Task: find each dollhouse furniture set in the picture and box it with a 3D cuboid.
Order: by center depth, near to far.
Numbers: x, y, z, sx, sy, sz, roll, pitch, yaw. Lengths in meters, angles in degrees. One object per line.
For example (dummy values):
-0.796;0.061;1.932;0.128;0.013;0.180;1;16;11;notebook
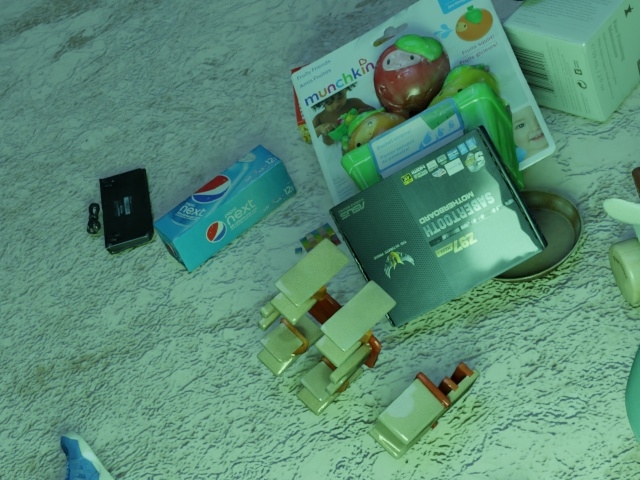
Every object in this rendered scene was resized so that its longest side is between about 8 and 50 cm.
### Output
0.053;0.132;1.822;0.259;0.262;0.135;43;68;12;dollhouse furniture set

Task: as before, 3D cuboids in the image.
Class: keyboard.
-0.322;-0.044;2.344;0.108;0.023;0.180;-16;41;1;keyboard

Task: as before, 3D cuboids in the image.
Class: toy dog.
0.435;-0.044;1.760;0.220;0.334;0.161;-19;77;-23;toy dog

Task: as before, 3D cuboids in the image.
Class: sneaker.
-0.328;0.317;1.939;0.084;0.058;0.152;-31;47;-19;sneaker

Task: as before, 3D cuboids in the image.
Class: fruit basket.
0.131;-0.189;2.088;0.327;0.165;0.353;-27;61;15;fruit basket

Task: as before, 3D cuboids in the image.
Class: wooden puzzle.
0.000;0.000;2.149;0.083;0.006;0.049;-29;41;-5;wooden puzzle

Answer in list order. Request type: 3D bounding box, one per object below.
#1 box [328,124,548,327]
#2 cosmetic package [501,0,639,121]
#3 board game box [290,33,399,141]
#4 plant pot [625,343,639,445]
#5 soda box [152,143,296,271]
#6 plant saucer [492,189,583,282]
0.155;-0.018;1.932;0.232;0.183;0.059;-28;1;16;box
0.391;-0.300;2.160;0.151;0.151;0.184;22;59;40;cosmetic package
0.054;-0.244;2.348;0.193;0.045;0.147;-18;42;9;board game box
0.447;0.165;1.588;0.195;0.290;0.290;-37;32;34;plant pot
-0.144;-0.050;2.222;0.210;0.071;0.067;-38;43;-14;soda box
0.276;0.000;1.997;0.168;0.029;0.168;-14;43;14;plant saucer
